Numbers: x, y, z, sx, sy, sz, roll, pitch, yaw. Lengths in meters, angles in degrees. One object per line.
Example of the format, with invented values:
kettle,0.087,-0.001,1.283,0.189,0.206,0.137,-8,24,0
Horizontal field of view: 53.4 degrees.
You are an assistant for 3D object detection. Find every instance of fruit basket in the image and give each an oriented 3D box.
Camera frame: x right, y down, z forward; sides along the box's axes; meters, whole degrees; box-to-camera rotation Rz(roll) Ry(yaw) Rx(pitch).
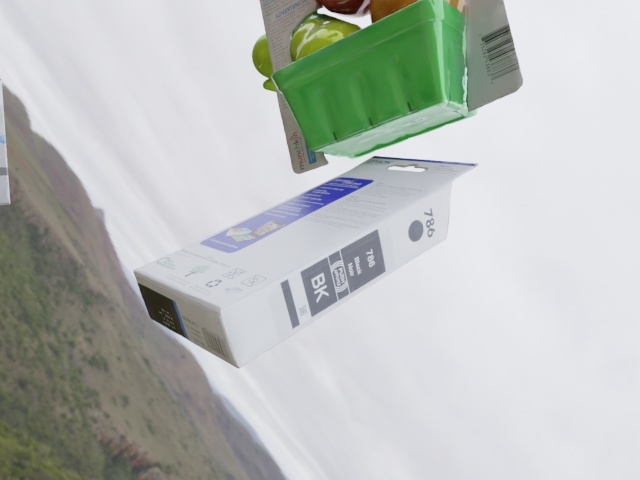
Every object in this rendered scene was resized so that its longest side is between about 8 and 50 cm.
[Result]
fruit basket,0.065,-0.293,0.801,0.166,0.327,0.352,10,68,-53

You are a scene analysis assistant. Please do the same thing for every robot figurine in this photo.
robot figurine,-0.058,-0.271,0.945,0.067,0.101,0.115,22,15,19

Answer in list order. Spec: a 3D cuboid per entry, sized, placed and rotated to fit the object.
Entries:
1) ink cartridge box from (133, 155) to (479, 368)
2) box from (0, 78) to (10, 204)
ink cartridge box,0.000,0.000,0.639,0.165,0.333,0.065,13,-55,50
box,-0.513,-0.158,0.985,0.145,0.038,0.186,24,-63,56
